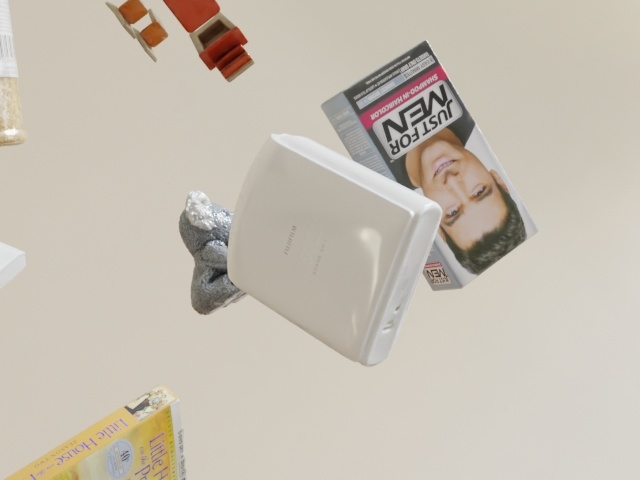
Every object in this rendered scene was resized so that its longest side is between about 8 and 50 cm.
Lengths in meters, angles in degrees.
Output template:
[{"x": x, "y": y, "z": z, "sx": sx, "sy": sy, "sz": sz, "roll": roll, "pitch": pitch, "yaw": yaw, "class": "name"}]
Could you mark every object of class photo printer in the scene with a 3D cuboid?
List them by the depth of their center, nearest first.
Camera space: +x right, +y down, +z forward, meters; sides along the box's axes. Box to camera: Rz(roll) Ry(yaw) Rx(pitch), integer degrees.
[{"x": 0.000, "y": 0.000, "z": 1.348, "sx": 0.107, "sy": 0.307, "sz": 0.256, "roll": -8, "pitch": -58, "yaw": -53, "class": "photo printer"}]

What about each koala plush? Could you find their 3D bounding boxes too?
[{"x": -0.207, "y": 0.012, "z": 1.855, "sx": 0.203, "sy": 0.221, "sz": 0.196, "roll": -30, "pitch": -6, "yaw": -15, "class": "koala plush"}]

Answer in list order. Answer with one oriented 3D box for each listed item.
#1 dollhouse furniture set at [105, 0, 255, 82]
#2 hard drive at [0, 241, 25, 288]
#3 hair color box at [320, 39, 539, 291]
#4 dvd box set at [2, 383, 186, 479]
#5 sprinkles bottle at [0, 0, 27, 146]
[{"x": -0.234, "y": -0.439, "z": 1.816, "sx": 0.262, "sy": 0.135, "sz": 0.259, "roll": -37, "pitch": -34, "yaw": 3, "class": "dollhouse furniture set"}, {"x": -0.650, "y": 0.030, "z": 1.456, "sx": 0.203, "sy": 0.307, "sz": 0.040, "roll": -53, "pitch": -21, "yaw": -49, "class": "hard drive"}, {"x": 0.184, "y": -0.121, "z": 1.567, "sx": 0.185, "sy": 0.375, "sz": 0.113, "roll": -34, "pitch": 7, "yaw": -19, "class": "hair color box"}, {"x": -0.422, "y": 0.477, "z": 1.660, "sx": 0.420, "sy": 0.062, "sz": 0.308, "roll": -29, "pitch": -44, "yaw": -36, "class": "dvd box set"}, {"x": -0.462, "y": -0.296, "z": 1.204, "sx": 0.121, "sy": 0.356, "sz": 0.121, "roll": -5, "pitch": 8, "yaw": 1, "class": "sprinkles bottle"}]
